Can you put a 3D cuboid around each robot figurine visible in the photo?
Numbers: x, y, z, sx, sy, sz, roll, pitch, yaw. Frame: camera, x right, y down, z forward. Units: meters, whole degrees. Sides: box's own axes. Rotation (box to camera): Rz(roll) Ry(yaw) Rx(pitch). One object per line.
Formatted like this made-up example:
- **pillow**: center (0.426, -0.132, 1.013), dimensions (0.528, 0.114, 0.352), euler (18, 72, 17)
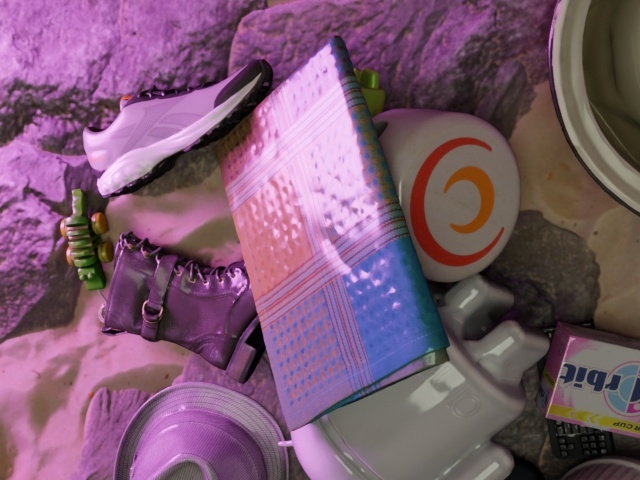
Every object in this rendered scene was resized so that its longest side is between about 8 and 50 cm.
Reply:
- **robot figurine**: center (0.041, -0.151, 1.235), dimensions (0.101, 0.067, 0.115), euler (4, 106, -22)
- **robot figurine**: center (0.104, 0.191, 1.241), dimensions (0.353, 0.200, 0.300), euler (-44, 58, 16)

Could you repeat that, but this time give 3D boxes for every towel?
- **towel**: center (0.000, 0.000, 1.138), dimensions (0.271, 0.040, 0.370), euler (-34, 66, 46)

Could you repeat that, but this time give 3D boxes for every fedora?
- **fedora**: center (-0.174, 0.340, 1.368), dimensions (0.244, 0.124, 0.275), euler (26, 107, 3)

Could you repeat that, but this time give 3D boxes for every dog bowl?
- **dog bowl**: center (0.450, -0.208, 1.096), dimensions (0.408, 0.150, 0.407), euler (2, 102, 11)

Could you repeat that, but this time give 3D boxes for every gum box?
- **gum box**: center (0.369, 0.175, 1.242), dimensions (0.189, 0.062, 0.107), euler (13, 101, -4)

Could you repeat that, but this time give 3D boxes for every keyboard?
- **keyboard**: center (0.334, 0.190, 1.292), dimensions (0.108, 0.023, 0.180), euler (-10, 103, 12)

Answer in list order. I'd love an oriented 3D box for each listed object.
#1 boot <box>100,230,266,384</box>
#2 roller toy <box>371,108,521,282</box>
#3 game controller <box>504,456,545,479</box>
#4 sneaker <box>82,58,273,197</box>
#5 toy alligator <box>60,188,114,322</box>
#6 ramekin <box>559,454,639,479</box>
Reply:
- **boot**: center (-0.158, 0.045, 1.312), dimensions (0.229, 0.091, 0.262), euler (25, 104, 7)
- **roller toy**: center (0.120, -0.056, 1.178), dimensions (0.209, 0.146, 0.191), euler (-19, 109, -28)
- **game controller**: center (0.172, 0.418, 1.342), dimensions (0.167, 0.067, 0.319), euler (19, 102, -20)
- **sneaker**: center (-0.181, -0.153, 1.261), dimensions (0.272, 0.100, 0.108), euler (-28, 91, 15)
- **toy alligator**: center (-0.306, 0.027, 1.351), dimensions (0.056, 0.051, 0.189), euler (-7, 103, 12)
- **ramekin**: center (0.354, 0.376, 1.247), dimensions (0.207, 0.109, 0.207), euler (8, 103, 38)
